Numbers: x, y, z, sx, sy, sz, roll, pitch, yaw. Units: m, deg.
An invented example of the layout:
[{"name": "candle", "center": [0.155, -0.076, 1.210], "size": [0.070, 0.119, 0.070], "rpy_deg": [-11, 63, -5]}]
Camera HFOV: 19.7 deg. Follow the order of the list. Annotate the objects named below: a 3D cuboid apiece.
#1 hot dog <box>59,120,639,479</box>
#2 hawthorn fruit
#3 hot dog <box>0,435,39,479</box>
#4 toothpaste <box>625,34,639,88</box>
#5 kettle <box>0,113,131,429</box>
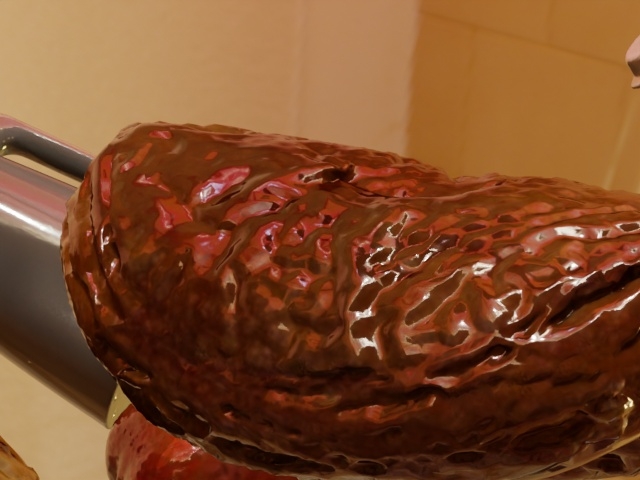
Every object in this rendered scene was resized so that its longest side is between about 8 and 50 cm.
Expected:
[{"name": "hot dog", "center": [0.047, 0.043, 0.944], "size": [0.267, 0.387, 0.174], "rpy_deg": [7, -86, -58]}, {"name": "hawthorn fruit", "center": [-0.039, 0.145, 1.239], "size": [0.203, 0.163, 0.163], "rpy_deg": [-26, -57, -7]}, {"name": "hot dog", "center": [-0.382, 0.128, 0.968], "size": [0.367, 0.196, 0.365], "rpy_deg": [-48, -67, -31]}, {"name": "toothpaste", "center": [0.228, 0.036, 0.703], "size": [0.314, 0.056, 0.058], "rpy_deg": [47, -114, -11]}, {"name": "kettle", "center": [-0.212, 0.001, 1.443], "size": [0.210, 0.243, 0.160], "rpy_deg": [-53, -10, -41]}]
